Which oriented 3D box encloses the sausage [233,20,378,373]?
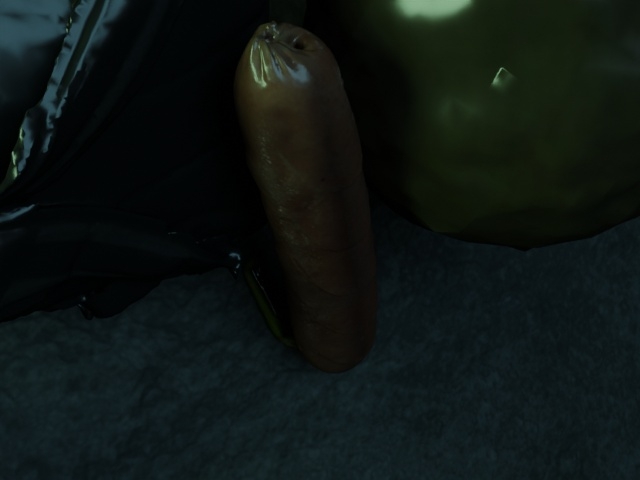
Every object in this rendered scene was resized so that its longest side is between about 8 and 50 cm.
[{"bbox_3d":[0.001,0.002,0.667,0.088,0.088,0.433,-48,153,-23],"label":"sausage"}]

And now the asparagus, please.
[{"bbox_3d":[-0.046,0.062,0.810,0.021,0.025,0.108,-33,105,-37],"label":"asparagus"}]

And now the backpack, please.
[{"bbox_3d":[-0.226,-0.064,0.550,0.445,0.255,0.363,-30,141,-23],"label":"backpack"}]

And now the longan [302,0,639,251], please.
[{"bbox_3d":[0.177,-0.203,0.694,0.404,0.404,0.436,56,20,-16],"label":"longan"}]
